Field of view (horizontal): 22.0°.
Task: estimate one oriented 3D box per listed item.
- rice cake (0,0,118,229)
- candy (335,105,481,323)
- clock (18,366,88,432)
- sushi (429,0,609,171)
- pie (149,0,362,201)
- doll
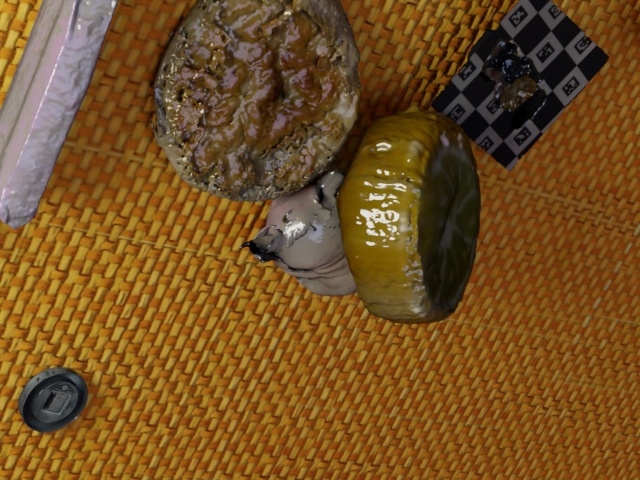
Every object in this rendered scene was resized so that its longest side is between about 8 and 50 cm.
[{"bbox_3d":[-0.269,-0.161,1.637,0.050,0.106,0.298,14,111,-32],"label":"rice cake"},{"bbox_3d":[0.110,-0.026,1.947,0.260,0.118,0.260,5,90,-67],"label":"candy"},{"bbox_3d":[-0.310,0.184,1.913,0.085,0.017,0.085,-20,130,-25],"label":"clock"},{"bbox_3d":[0.233,-0.209,2.025,0.192,0.050,0.215,-49,141,7],"label":"sushi"},{"bbox_3d":[-0.064,-0.167,1.828,0.274,0.055,0.274,-16,123,-26],"label":"pie"},{"bbox_3d":[0.000,0.000,1.966,0.149,0.095,0.192,-44,139,0],"label":"doll"}]
